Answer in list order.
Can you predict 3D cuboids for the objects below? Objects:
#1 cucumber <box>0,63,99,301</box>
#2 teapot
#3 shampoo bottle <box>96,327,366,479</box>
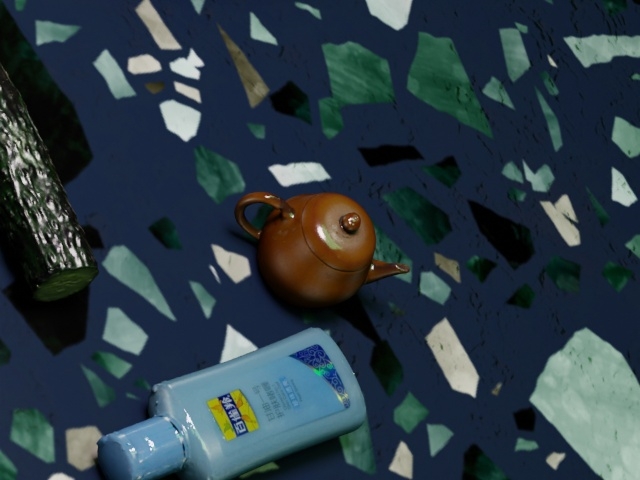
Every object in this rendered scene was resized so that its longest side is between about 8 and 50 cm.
[{"bbox_3d":[-0.278,-0.086,1.656,0.067,0.067,0.294,-15,72,-40],"label":"cucumber"},{"bbox_3d":[0.000,0.000,1.771,0.173,0.116,0.116,28,52,-18],"label":"teapot"},{"bbox_3d":[-0.079,0.156,1.657,0.258,0.061,0.104,-18,75,-40],"label":"shampoo bottle"}]
